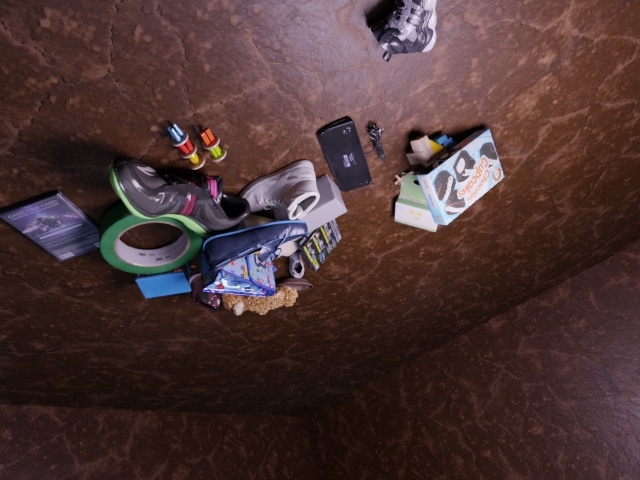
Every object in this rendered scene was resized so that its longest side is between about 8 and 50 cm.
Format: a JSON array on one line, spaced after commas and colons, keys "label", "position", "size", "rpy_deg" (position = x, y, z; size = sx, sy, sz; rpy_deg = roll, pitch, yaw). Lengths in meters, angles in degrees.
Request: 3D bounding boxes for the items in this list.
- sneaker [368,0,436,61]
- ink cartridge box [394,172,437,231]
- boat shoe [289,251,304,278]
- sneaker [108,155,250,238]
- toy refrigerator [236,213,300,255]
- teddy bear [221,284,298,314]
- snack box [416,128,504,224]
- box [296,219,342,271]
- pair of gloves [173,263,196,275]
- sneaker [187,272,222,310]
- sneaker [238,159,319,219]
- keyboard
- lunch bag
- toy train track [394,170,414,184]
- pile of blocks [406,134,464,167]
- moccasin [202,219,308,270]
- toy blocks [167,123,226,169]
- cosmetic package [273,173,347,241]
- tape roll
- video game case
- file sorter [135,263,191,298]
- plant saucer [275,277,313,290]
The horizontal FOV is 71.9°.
[{"label": "sneaker", "position": [0.192, -0.551, 1.060], "size": [0.153, 0.101, 0.269], "rpy_deg": [-22, 147, 3]}, {"label": "ink cartridge box", "position": [0.372, -0.139, 1.665], "size": [0.171, 0.056, 0.235], "rpy_deg": [18, 151, 17]}, {"label": "boat shoe", "position": [-0.097, 0.120, 1.891], "size": [0.066, 0.063, 0.184], "rpy_deg": [-8, 144, -12]}, {"label": "sneaker", "position": [-0.399, -0.147, 1.316], "size": [0.202, 0.185, 0.482], "rpy_deg": [-32, 153, 22]}, {"label": "toy refrigerator", "position": [-0.197, -0.022, 1.614], "size": [0.269, 0.094, 0.102], "rpy_deg": [12, 141, -43]}, {"label": "teddy bear", "position": [-0.265, 0.267, 1.945], "size": [0.337, 0.113, 0.245], "rpy_deg": [4, 158, -27]}, {"label": "snack box", "position": [0.475, -0.215, 1.476], "size": [0.321, 0.060, 0.187], "rpy_deg": [-36, 113, -22]}, {"label": "box", "position": [0.000, 0.000, 1.699], "size": [0.184, 0.045, 0.191], "rpy_deg": [-50, 149, -16]}, {"label": "pair of gloves", "position": [-0.540, 0.116, 1.750], "size": [0.083, 0.010, 0.074], "rpy_deg": [6, 136, -31]}, {"label": "sneaker", "position": [-0.394, 0.206, 1.800], "size": [0.281, 0.163, 0.106], "rpy_deg": [-10, 144, -9]}, {"label": "sneaker", "position": [-0.140, -0.130, 1.444], "size": [0.292, 0.169, 0.108], "rpy_deg": [-27, 145, 18]}, {"label": "keyboard", "position": [0.123, -0.285, 1.460], "size": [0.201, 0.033, 0.317], "rpy_deg": [-16, 146, 9]}, {"label": "lunch bag", "position": [-0.287, 0.089, 1.634], "size": [0.293, 0.221, 0.138], "rpy_deg": [19, 132, -40]}, {"label": "toy train track", "position": [0.303, -0.226, 1.601], "size": [0.083, 0.014, 0.048], "rpy_deg": [-34, 109, 35]}, {"label": "pile of blocks", "position": [0.435, -0.285, 1.548], "size": [0.362, 0.149, 0.112], "rpy_deg": [23, 172, -31]}, {"label": "moccasin", "position": [-0.201, 0.021, 1.434], "size": [0.341, 0.117, 0.138], "rpy_deg": [-15, 169, -5]}, {"label": "toy blocks", "position": [-0.352, -0.280, 1.250], "size": [0.123, 0.054, 0.148], "rpy_deg": [-19, 145, 5]}, {"label": "cosmetic package", "position": [-0.040, -0.112, 1.546], "size": [0.237, 0.127, 0.107], "rpy_deg": [-25, 144, 15]}, {"label": "tape roll", "position": [-0.568, -0.011, 1.489], "size": [0.321, 0.077, 0.321], "rpy_deg": [-15, 145, -11]}, {"label": "video game case", "position": [-0.831, -0.039, 1.408], "size": [0.195, 0.026, 0.274], "rpy_deg": [-18, 144, 3]}, {"label": "file sorter", "position": [-0.587, 0.131, 1.659], "size": [0.170, 0.105, 0.118], "rpy_deg": [-9, 139, -6]}, {"label": "plant saucer", "position": [-0.117, 0.197, 1.979], "size": [0.168, 0.029, 0.168], "rpy_deg": [0, 162, 0]}]
